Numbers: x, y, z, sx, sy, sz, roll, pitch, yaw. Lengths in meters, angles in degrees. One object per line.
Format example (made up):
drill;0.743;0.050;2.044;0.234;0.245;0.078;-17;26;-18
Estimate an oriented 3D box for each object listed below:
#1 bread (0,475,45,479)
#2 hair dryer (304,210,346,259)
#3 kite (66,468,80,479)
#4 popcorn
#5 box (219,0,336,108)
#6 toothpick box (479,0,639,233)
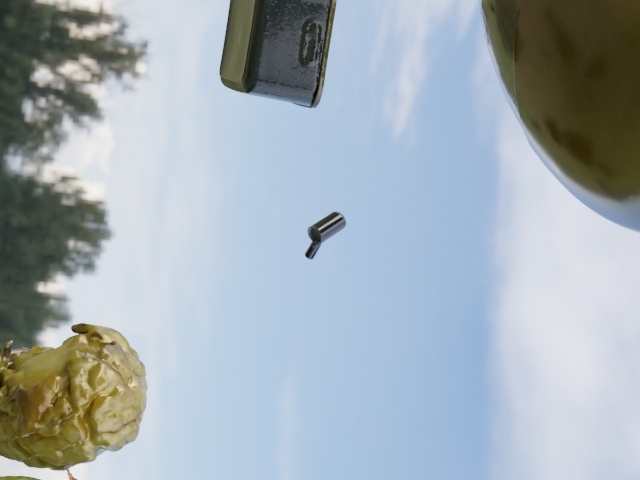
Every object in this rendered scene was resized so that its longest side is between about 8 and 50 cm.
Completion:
bread;-0.397;0.490;1.665;0.308;0.348;0.348;56;-43;49
hair dryer;0.000;0.000;1.624;0.026;0.047;0.083;48;-35;15
kite;-0.205;0.321;1.375;0.125;0.222;0.008;-48;156;-59
popcorn;-0.351;0.219;1.820;0.250;0.250;0.190;-155;-122;-73
box;-0.054;-0.234;1.498;0.201;0.090;0.145;-139;-122;-73
toothpick box;0.377;-0.211;1.280;0.409;0.408;0.425;114;-29;-45
